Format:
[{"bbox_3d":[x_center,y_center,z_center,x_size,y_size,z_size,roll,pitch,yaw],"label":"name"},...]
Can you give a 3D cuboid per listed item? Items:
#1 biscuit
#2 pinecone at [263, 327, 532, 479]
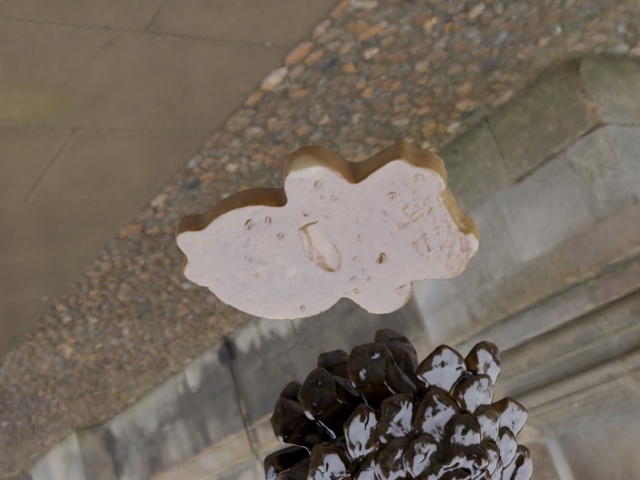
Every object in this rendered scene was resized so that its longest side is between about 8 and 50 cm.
[{"bbox_3d":[0.005,0.001,0.546,0.184,0.027,0.133,-28,125,29],"label":"biscuit"},{"bbox_3d":[0.058,0.181,0.773,0.228,0.203,0.201,-6,170,-27],"label":"pinecone"}]
